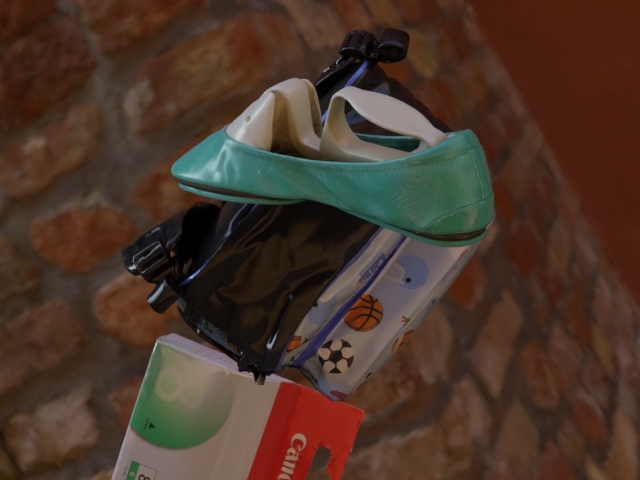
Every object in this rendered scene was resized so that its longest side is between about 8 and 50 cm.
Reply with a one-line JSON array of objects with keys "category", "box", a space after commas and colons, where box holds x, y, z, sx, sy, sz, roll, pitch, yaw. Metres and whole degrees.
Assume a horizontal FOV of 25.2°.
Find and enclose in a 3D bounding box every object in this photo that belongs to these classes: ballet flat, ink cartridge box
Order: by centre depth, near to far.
[{"category": "ballet flat", "box": [0.005, -0.061, 0.929, 0.247, 0.087, 0.083, 12, 24, 35]}, {"category": "ink cartridge box", "box": [-0.090, 0.219, 1.489, 0.056, 0.225, 0.181, -29, -40, -72]}]

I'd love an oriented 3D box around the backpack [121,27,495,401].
[{"category": "backpack", "box": [0.000, 0.000, 1.147, 0.276, 0.213, 0.263, -45, 6, -9]}]
